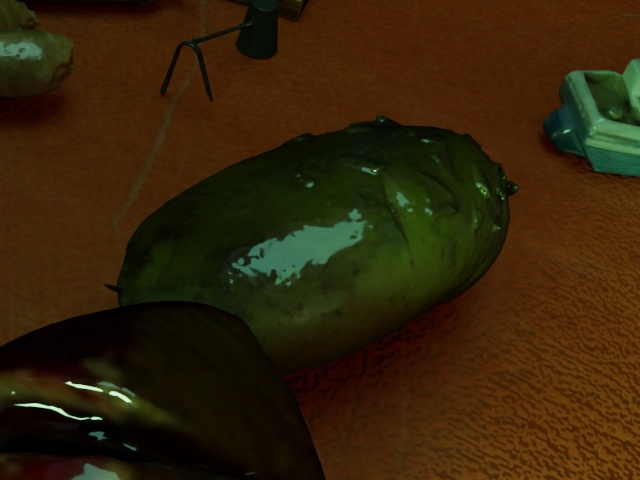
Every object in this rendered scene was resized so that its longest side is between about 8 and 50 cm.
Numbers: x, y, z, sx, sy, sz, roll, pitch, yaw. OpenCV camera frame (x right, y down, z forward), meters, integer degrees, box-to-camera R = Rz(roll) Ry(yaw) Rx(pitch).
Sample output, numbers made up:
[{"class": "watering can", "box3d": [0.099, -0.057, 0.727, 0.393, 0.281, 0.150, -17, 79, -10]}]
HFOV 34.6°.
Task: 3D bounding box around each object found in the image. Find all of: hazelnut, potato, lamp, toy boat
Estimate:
[{"class": "hazelnut", "box3d": [-0.082, 0.114, 0.400, 0.178, 0.178, 0.204, 11, 37, -6]}, {"class": "potato", "box3d": [0.000, 0.000, 0.558, 0.251, 0.113, 0.149, -14, 26, -33]}, {"class": "lamp", "box3d": [-0.064, -0.144, 0.741, 0.041, 0.054, 0.121, 28, 44, 12]}, {"class": "toy boat", "box3d": [0.281, -0.103, 0.771, 0.215, 0.102, 0.088, 4, 46, -14]}]

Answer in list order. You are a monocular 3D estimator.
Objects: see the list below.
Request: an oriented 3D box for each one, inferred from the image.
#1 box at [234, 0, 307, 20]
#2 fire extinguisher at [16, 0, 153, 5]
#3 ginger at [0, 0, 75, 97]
[{"class": "box", "box3d": [-0.069, -0.231, 0.854, 0.133, 0.023, 0.090, 17, 44, 0]}, {"class": "fire extinguisher", "box3d": [-0.174, -0.199, 0.768, 0.177, 0.050, 0.062, -4, 35, -20]}, {"class": "ginger", "box3d": [-0.286, -0.080, 0.602, 0.118, 0.065, 0.299, 32, 47, 25]}]
